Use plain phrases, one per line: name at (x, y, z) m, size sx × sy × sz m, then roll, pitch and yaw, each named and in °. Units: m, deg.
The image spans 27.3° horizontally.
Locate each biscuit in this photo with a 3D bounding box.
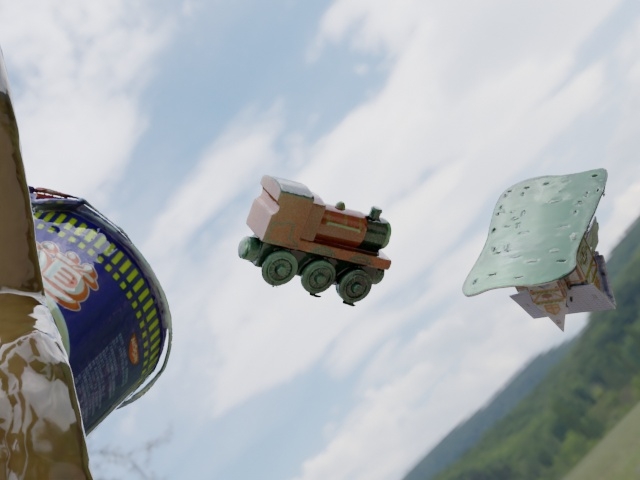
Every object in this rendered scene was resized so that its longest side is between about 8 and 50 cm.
biscuit at (-0.162, 0.131, 0.643) m, size 0.076 × 0.368 × 0.394 m, roll -8°, pitch -35°, yaw -16°

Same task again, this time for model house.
model house at (0.217, 0.020, 1.224) m, size 0.117 × 0.088 × 0.167 m, roll -12°, pitch 34°, yaw 32°

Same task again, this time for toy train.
toy train at (0.000, 0.000, 0.832) m, size 0.103 × 0.044 × 0.064 m, roll 14°, pitch -74°, yaw -29°

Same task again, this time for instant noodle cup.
instant noodle cup at (-0.331, 0.137, 1.311) m, size 0.284 × 0.284 × 0.312 m, roll -55°, pitch 2°, yaw 32°
